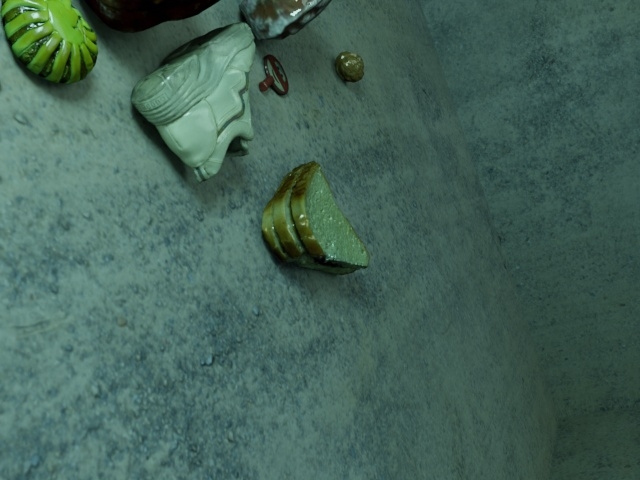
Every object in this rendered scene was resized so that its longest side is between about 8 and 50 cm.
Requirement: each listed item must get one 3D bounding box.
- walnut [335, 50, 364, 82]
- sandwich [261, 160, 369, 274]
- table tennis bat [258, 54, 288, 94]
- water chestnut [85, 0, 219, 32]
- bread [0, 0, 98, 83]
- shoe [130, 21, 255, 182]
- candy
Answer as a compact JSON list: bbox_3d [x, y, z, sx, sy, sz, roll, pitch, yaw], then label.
[{"bbox_3d":[0.083,-0.497,1.897,0.096,0.082,0.079,41,12,-45],"label":"walnut"},{"bbox_3d":[-0.004,0.002,1.398,0.288,0.099,0.254,59,23,-26],"label":"sandwich"},{"bbox_3d":[-0.109,-0.371,1.519,0.098,0.019,0.155,63,25,-20],"label":"table tennis bat"},{"bbox_3d":[-0.269,-0.466,1.023,0.289,0.244,0.289,24,62,-56],"label":"water chestnut"},{"bbox_3d":[-0.366,-0.284,0.910,0.130,0.071,0.139,-34,104,-58],"label":"bread"},{"bbox_3d":[-0.185,-0.244,1.179,0.210,0.132,0.342,63,31,-27],"label":"shoe"},{"bbox_3d":[-0.068,-0.552,1.482,0.157,0.214,0.289,56,30,-19],"label":"candy"}]
